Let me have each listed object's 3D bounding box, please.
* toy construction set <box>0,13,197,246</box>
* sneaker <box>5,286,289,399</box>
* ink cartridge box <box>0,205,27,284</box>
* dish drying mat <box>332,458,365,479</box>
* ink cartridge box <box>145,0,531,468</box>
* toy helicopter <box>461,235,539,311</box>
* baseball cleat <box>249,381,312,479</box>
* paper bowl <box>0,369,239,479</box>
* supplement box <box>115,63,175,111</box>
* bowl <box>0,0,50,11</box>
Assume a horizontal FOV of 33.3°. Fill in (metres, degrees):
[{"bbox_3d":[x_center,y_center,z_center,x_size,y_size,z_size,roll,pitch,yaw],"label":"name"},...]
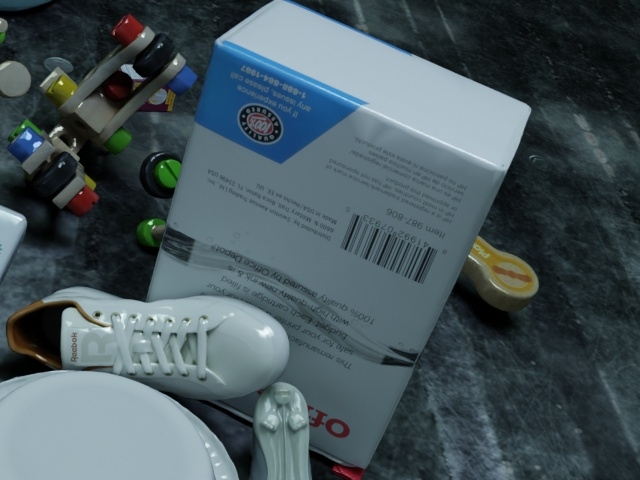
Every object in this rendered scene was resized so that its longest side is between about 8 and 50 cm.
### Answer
[{"bbox_3d":[-0.330,-0.152,1.308,0.309,0.257,0.237,19,-12,-33],"label":"toy construction set"},{"bbox_3d":[-0.177,0.108,1.042,0.290,0.106,0.123,3,8,23],"label":"sneaker"},{"bbox_3d":[-0.480,0.062,0.949,0.324,0.071,0.330,25,72,-7],"label":"ink cartridge box"},{"bbox_3d":[0.040,0.228,1.158,0.032,0.008,0.083,28,36,6],"label":"dish drying mat"},{"bbox_3d":[0.000,0.000,1.097,0.285,0.395,0.166,25,33,7],"label":"ink cartridge box"},{"bbox_3d":[0.131,-0.023,1.423,0.355,0.140,0.235,38,41,17],"label":"toy helicopter"},{"bbox_3d":[-0.038,0.246,1.043,0.072,0.109,0.206,7,68,-3],"label":"baseball cleat"},{"bbox_3d":[-0.203,0.227,0.916,0.284,0.148,0.284,15,37,-12],"label":"paper bowl"},{"bbox_3d":[-0.252,-0.219,1.534,0.083,0.055,0.043,-4,43,-30],"label":"supplement box"},{"bbox_3d":[-0.490,-0.463,1.628,0.311,0.163,0.311,14,37,-11],"label":"bowl"}]
